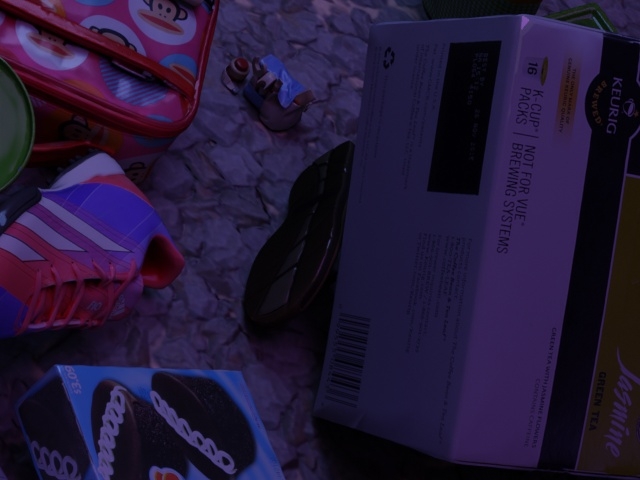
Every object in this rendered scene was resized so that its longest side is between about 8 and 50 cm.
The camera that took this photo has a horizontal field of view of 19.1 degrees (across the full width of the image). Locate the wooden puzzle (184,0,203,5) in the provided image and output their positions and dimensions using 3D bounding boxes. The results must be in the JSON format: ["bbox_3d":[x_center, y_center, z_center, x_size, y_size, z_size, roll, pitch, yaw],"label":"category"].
[{"bbox_3d":[-0.123,-0.234,1.572,0.116,0.014,0.078,31,50,-15],"label":"wooden puzzle"}]

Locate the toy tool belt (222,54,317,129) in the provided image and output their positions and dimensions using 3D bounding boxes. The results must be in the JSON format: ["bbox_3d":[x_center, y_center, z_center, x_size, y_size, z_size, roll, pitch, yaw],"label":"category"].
[{"bbox_3d":[-0.042,-0.142,1.690,0.083,0.051,0.052,45,43,6],"label":"toy tool belt"}]

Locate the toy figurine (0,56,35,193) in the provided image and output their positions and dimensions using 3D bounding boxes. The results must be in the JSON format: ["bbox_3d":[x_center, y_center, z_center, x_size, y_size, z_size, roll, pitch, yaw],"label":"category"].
[{"bbox_3d":[-0.308,-0.067,1.367,0.173,0.159,0.130,17,66,-18],"label":"toy figurine"}]

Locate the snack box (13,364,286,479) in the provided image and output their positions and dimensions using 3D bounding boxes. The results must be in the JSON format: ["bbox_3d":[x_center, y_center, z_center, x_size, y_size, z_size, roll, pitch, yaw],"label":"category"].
[{"bbox_3d":[-0.078,0.237,1.318,0.187,0.060,0.322,6,51,-48],"label":"snack box"}]

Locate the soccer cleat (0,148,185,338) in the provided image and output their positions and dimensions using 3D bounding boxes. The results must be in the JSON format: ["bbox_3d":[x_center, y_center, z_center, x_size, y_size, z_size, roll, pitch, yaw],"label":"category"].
[{"bbox_3d":[-0.188,0.022,1.365,0.116,0.108,0.318,43,21,1],"label":"soccer cleat"}]

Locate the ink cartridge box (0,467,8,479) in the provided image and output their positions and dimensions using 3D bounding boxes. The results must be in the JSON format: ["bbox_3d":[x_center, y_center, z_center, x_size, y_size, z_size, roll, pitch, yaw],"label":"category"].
[{"bbox_3d":[-0.247,0.145,1.212,0.045,0.223,0.224,-33,73,-2],"label":"ink cartridge box"}]

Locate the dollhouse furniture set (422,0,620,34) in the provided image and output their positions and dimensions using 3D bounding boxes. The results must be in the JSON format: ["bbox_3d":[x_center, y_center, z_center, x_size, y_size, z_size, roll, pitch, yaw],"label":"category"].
[{"bbox_3d":[0.137,-0.185,1.771,0.151,0.197,0.301,-21,63,-22],"label":"dollhouse furniture set"}]

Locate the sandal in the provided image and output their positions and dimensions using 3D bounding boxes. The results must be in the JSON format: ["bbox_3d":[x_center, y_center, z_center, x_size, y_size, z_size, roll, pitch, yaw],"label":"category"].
[{"bbox_3d":[0.000,0.000,1.596,0.060,0.090,0.219,50,31,-22],"label":"sandal"}]

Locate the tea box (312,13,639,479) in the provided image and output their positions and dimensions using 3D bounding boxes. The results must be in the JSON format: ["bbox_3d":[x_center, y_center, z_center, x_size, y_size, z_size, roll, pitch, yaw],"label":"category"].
[{"bbox_3d":[0.202,0.011,1.505,0.323,0.220,0.329,10,89,-29],"label":"tea box"}]

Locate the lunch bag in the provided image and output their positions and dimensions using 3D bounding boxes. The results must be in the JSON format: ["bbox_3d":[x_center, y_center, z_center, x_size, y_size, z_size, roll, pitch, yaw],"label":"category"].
[{"bbox_3d":[-0.236,-0.173,1.541,0.293,0.120,0.258,23,50,-18],"label":"lunch bag"}]
